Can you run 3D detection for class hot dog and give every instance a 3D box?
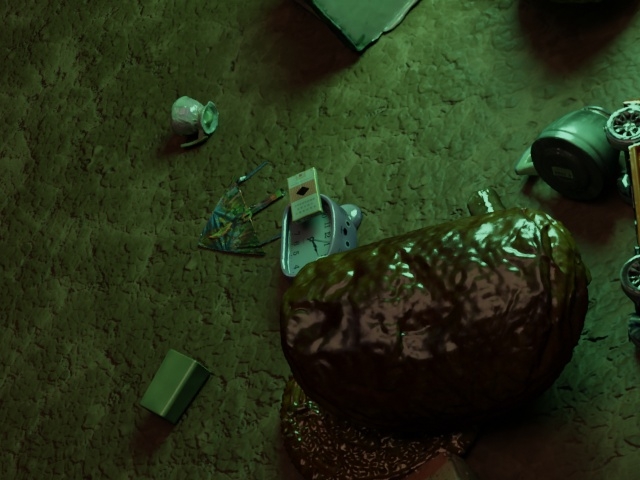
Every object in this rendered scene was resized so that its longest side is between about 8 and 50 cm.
[{"bbox_3d":[0.144,0.089,1.601,0.388,0.174,0.267,-14,56,22],"label":"hot dog"}]

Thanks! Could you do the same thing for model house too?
[{"bbox_3d":[0.010,-0.463,2.081,0.202,0.237,0.237,-50,43,0],"label":"model house"}]

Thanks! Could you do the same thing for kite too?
[{"bbox_3d":[-0.123,-0.036,2.004,0.160,0.010,0.183,-31,48,8],"label":"kite"}]

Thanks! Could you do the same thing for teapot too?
[{"bbox_3d":[-0.205,-0.192,2.137,0.064,0.064,0.083,7,95,27],"label":"teapot"},{"bbox_3d":[0.342,-0.116,1.737,0.111,0.149,0.108,40,64,5],"label":"teapot"}]

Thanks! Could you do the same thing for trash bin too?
[{"bbox_3d":[-0.208,0.208,1.862,0.061,0.043,0.092,20,72,39],"label":"trash bin"}]

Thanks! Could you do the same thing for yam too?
[{"bbox_3d":[0.244,0.028,1.711,0.057,0.057,0.241,-26,50,13],"label":"yam"}]

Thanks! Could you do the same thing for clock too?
[{"bbox_3d":[0.000,0.000,1.876,0.110,0.050,0.152,-15,52,22],"label":"clock"}]

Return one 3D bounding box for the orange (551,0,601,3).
[{"bbox_3d":[0.344,-0.498,1.895,0.210,0.271,0.368,-24,39,58],"label":"orange"}]

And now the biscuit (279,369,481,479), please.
[{"bbox_3d":[0.078,0.198,1.697,0.305,0.038,0.305,-16,52,21],"label":"biscuit"}]

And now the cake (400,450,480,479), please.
[{"bbox_3d":[0.111,0.354,1.568,0.225,0.090,0.109,-40,46,26],"label":"cake"}]

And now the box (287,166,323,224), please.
[{"bbox_3d":[-0.023,-0.064,1.892,0.046,0.012,0.083,-23,49,17],"label":"box"}]

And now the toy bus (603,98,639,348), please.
[{"bbox_3d":[0.430,-0.019,1.574,0.153,0.143,0.329,-8,53,15],"label":"toy bus"}]
